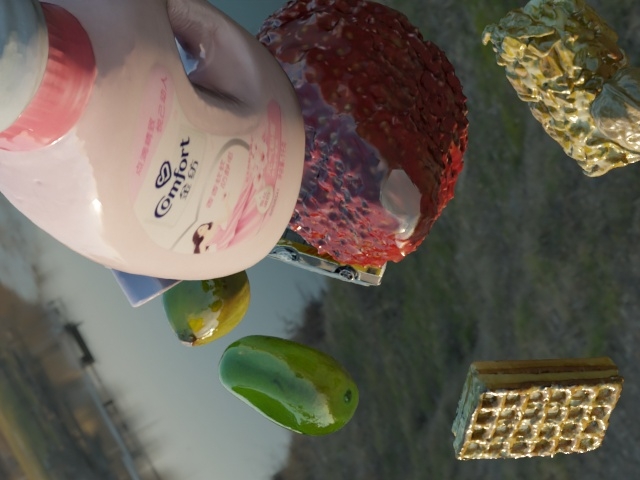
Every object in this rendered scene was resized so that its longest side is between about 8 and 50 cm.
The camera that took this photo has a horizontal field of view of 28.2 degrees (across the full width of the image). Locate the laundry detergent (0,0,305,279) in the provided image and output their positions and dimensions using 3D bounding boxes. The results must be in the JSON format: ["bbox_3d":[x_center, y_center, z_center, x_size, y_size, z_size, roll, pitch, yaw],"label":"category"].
[{"bbox_3d":[-0.101,-0.065,0.654,0.335,0.087,0.159,20,-104,-70],"label":"laundry detergent"}]

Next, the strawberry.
[{"bbox_3d":[0.019,-0.099,1.234,0.261,0.258,0.261,13,127,17],"label":"strawberry"}]

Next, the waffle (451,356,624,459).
[{"bbox_3d":[0.199,0.155,1.180,0.042,0.148,0.102,-107,21,-48],"label":"waffle"}]

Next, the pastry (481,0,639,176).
[{"bbox_3d":[0.301,-0.175,1.448,0.250,0.102,0.154,47,149,-18],"label":"pastry"}]

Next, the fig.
[{"bbox_3d":[-0.177,0.086,1.970,0.121,0.136,0.153,-45,-38,-67],"label":"fig"}]

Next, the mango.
[{"bbox_3d":[-0.036,0.162,1.443,0.163,0.089,0.117,22,153,-3],"label":"mango"}]

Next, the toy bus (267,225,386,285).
[{"bbox_3d":[0.000,0.000,1.527,0.072,0.172,0.057,112,171,-45],"label":"toy bus"}]

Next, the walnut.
[{"bbox_3d":[0.328,-0.137,1.336,0.096,0.079,0.082,34,-168,-28],"label":"walnut"}]

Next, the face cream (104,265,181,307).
[{"bbox_3d":[-0.271,-0.051,1.644,0.274,0.096,0.154,59,-152,-3],"label":"face cream"}]
